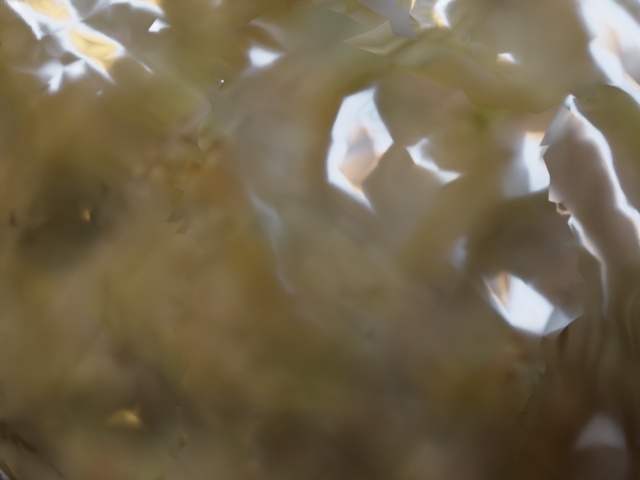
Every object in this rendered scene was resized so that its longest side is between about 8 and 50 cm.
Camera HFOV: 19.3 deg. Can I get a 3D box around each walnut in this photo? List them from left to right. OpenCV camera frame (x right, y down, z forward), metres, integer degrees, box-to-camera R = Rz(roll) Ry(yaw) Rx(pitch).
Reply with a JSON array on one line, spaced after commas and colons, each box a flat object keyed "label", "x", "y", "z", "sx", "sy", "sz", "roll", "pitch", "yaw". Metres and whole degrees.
[{"label": "walnut", "x": -0.001, "y": 0.002, "z": 0.587, "sx": 0.306, "sy": 0.306, "sz": 0.344, "roll": -45, "pitch": 65, "yaw": 11}]
